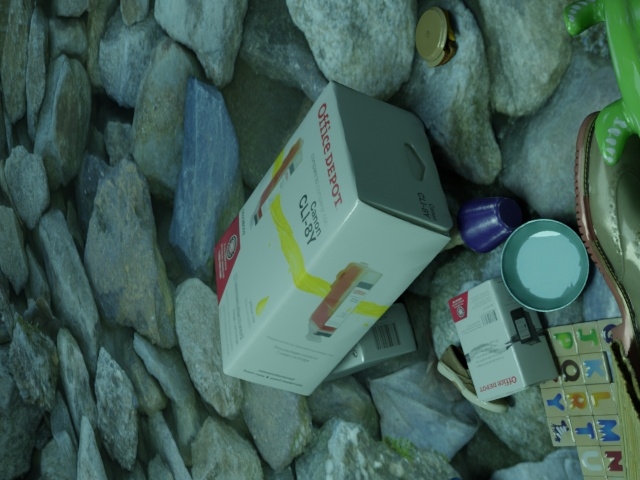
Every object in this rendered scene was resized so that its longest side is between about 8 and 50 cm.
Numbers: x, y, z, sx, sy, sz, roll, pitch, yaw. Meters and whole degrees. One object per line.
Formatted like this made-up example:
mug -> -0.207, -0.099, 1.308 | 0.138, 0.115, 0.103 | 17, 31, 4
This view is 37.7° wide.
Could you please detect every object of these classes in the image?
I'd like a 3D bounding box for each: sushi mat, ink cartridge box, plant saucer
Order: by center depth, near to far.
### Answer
sushi mat -> 0.353, 0.274, 1.040 | 0.151, 0.019, 0.317 | -88, -14, -59
plant saucer -> 0.292, 0.032, 1.213 | 0.119, 0.021, 0.119 | 1, 91, 35
ink cartridge box -> 0.246, 0.133, 1.274 | 0.109, 0.063, 0.151 | -37, 66, 58
ink cartridge box -> 0.000, 0.000, 1.397 | 0.385, 0.160, 0.279 | -52, 32, 33

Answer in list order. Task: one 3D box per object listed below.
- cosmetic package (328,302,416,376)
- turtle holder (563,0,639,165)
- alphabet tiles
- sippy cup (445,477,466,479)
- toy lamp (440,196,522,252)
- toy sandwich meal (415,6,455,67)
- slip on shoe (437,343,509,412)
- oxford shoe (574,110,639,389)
cosmetic package -> 0.039, 0.175, 1.535 | 0.231, 0.117, 0.086 | -28, 73, 51
turtle holder -> 0.393, -0.194, 0.911 | 0.227, 0.243, 0.320 | -20, 42, 33
alphabet tiles -> 0.362, 0.220, 1.189 | 0.198, 0.009, 0.237 | -19, 81, 54
sippy cup -> 0.188, 0.468, 1.315 | 0.305, 0.240, 0.224 | -31, 53, 12
toy lamp -> 0.176, 0.000, 1.342 | 0.274, 0.080, 0.080 | -27, 75, 52
toy sandwich meal -> 0.167, -0.292, 1.342 | 0.085, 0.029, 0.086 | 1, 91, 63
slip on shoe -> 0.222, 0.198, 1.348 | 0.135, 0.051, 0.041 | 41, 116, 50
oxford shoe -> 0.382, 0.016, 1.037 | 0.130, 0.123, 0.348 | -14, 96, 51
